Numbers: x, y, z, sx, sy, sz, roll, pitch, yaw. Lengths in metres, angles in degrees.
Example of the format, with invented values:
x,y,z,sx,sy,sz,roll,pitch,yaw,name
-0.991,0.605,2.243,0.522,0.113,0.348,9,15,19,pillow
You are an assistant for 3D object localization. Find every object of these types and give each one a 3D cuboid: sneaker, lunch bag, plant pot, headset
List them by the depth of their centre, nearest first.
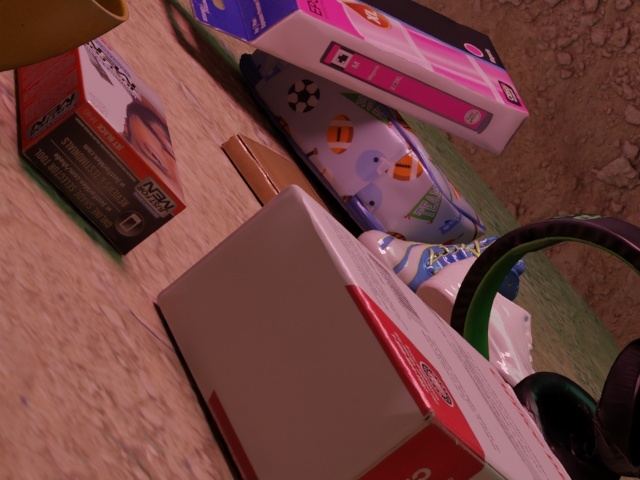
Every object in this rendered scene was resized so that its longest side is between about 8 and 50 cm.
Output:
x,y,z,sx,sy,sz,roll,pitch,yaw,name
-0.187,-0.147,0.982,0.134,0.095,0.134,50,9,-11,plant pot
0.238,0.174,1.521,0.185,0.243,0.394,-17,86,-54,headset
0.182,0.112,1.700,0.094,0.080,0.212,-35,97,-39,sneaker
0.128,0.023,1.771,0.091,0.126,0.240,57,10,31,sneaker
0.051,-0.095,1.901,0.303,0.115,0.243,55,7,20,lunch bag

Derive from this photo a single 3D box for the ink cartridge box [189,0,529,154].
x,y,z,sx,sy,sz,roll,pitch,yaw,name
0.033,-0.217,1.806,0.371,0.069,0.176,19,29,-24,ink cartridge box

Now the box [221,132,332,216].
x,y,z,sx,sy,sz,roll,pitch,yaw,name
0.000,0.000,1.564,0.201,0.021,0.164,54,10,17,box

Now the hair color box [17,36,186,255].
x,y,z,sx,sy,sz,roll,pitch,yaw,name
-0.137,-0.072,1.076,0.093,0.053,0.167,48,11,-28,hair color box

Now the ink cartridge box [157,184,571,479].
x,y,z,sx,sy,sz,roll,pitch,yaw,name
0.049,0.121,1.051,0.273,0.114,0.197,41,14,-47,ink cartridge box
